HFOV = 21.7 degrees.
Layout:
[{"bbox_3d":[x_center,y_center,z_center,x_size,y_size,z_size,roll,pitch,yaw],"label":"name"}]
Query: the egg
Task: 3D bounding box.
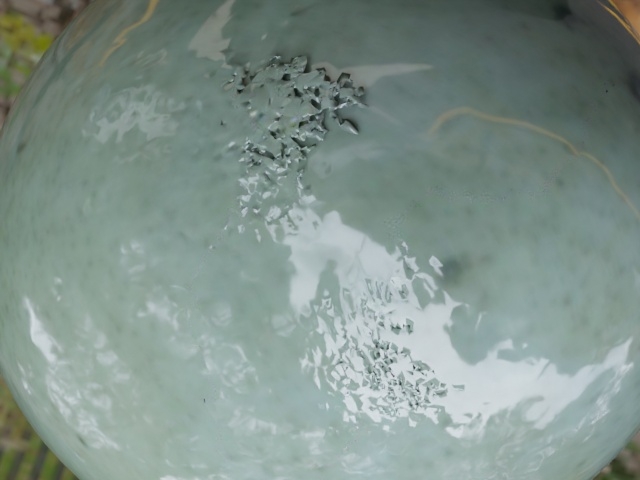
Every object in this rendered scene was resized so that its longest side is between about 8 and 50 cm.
[{"bbox_3d":[0.000,0.000,0.432,0.169,0.169,0.236,25,161,-25],"label":"egg"}]
